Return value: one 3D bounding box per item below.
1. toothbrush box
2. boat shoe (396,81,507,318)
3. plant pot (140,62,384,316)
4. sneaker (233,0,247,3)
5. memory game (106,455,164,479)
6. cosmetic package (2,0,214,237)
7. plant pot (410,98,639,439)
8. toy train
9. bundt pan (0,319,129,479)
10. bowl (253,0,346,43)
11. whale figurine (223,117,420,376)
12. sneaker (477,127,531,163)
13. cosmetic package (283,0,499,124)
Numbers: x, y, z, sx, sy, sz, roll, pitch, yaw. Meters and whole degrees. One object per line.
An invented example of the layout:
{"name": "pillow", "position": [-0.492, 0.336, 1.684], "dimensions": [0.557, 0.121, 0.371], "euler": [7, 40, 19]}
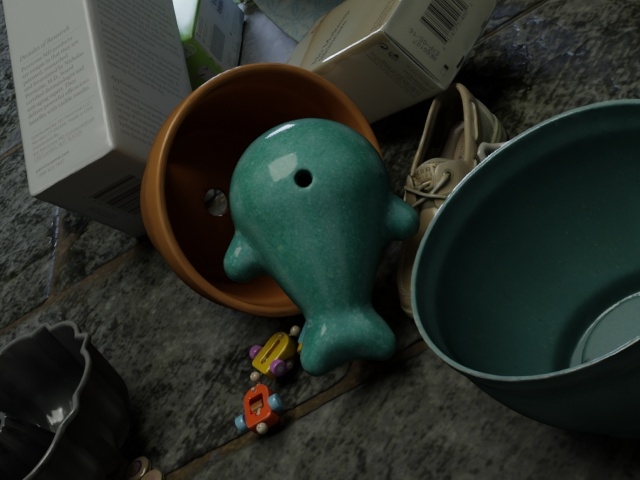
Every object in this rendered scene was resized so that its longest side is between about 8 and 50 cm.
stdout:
{"name": "toothbrush box", "position": [-0.278, -0.299, 2.015], "dimensions": [0.283, 0.122, 0.206], "euler": [-25, 39, 26]}
{"name": "boat shoe", "position": [0.134, -0.049, 1.357], "dimensions": [0.109, 0.098, 0.302], "euler": [-11, 45, 37]}
{"name": "plant pot", "position": [-0.094, -0.052, 1.455], "dimensions": [0.291, 0.291, 0.203], "euler": [-56, 21, -19]}
{"name": "sneaker", "position": [-0.089, -0.503, 2.083], "dimensions": [0.215, 0.084, 0.083], "euler": [-33, 31, 15]}
{"name": "memory game", "position": [-0.254, 0.332, 1.406], "dimensions": [0.186, 0.012, 0.186], "euler": [-26, 37, 22]}
{"name": "cosmetic package", "position": [-0.322, -0.257, 1.774], "dimensions": [0.161, 0.230, 0.453], "euler": [-26, 62, 24]}
{"name": "plant pot", "position": [0.252, 0.051, 1.048], "dimensions": [0.293, 0.196, 0.293], "euler": [-25, 38, 22]}
{"name": "toy train", "position": [-0.024, 0.149, 1.351], "dimensions": [0.166, 0.046, 0.125], "euler": [-36, 38, 13]}
{"name": "bundt pan", "position": [-0.358, 0.264, 1.469], "dimensions": [0.331, 0.124, 0.331], "euler": [-32, 31, 23]}
{"name": "bowl", "position": [0.031, -0.401, 1.685], "dimensions": [0.289, 0.289, 0.156], "euler": [6, 52, 48]}
{"name": "whale figurine", "position": [0.000, 0.000, 1.267], "dimensions": [0.216, 0.141, 0.272], "euler": [-13, 75, 1]}
{"name": "sneaker", "position": [0.254, -0.082, 1.287], "dimensions": [0.185, 0.084, 0.070], "euler": [-9, 47, 39]}
{"name": "cosmetic package", "position": [0.070, -0.241, 1.538], "dimensions": [0.309, 0.113, 0.160], "euler": [-17, 37, 59]}
